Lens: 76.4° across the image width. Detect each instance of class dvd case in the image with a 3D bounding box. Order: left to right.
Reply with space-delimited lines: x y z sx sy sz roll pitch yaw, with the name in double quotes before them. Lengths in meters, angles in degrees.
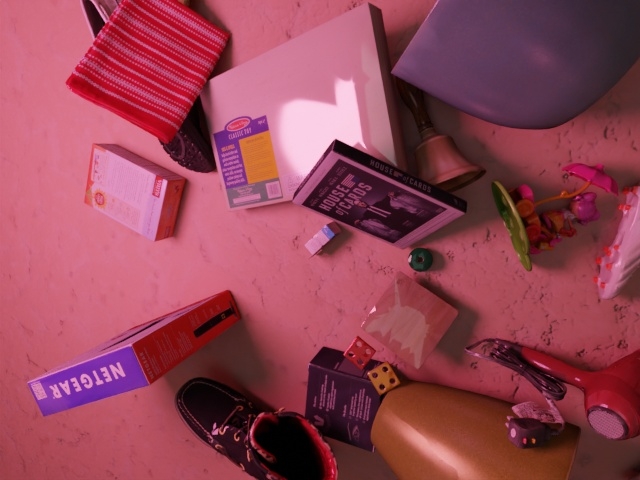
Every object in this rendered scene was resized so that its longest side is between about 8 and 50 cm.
"dvd case" 0.090 -0.065 0.683 0.238 0.030 0.179 21 153 -15

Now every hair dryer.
"hair dryer" 0.407 0.211 0.653 0.293 0.224 0.080 -3 121 0

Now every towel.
"towel" -0.316 -0.343 0.771 0.198 0.031 0.275 28 74 -20

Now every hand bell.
"hand bell" 0.178 -0.202 0.706 0.126 0.126 0.242 -23 79 24

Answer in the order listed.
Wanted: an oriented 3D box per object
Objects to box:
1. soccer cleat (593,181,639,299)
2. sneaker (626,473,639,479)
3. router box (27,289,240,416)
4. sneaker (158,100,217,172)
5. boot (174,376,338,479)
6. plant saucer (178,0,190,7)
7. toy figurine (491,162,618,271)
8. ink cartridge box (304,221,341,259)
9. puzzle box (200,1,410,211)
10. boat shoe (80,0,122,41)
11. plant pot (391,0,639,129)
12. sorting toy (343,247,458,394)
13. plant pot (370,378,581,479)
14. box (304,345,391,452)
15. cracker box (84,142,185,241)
"soccer cleat" 0.492 0.006 0.630 0.076 0.068 0.197 15 104 15
"sneaker" 0.584 0.380 0.686 0.152 0.053 0.061 -39 70 21
"router box" -0.393 0.240 0.900 0.335 0.301 0.082 -22 93 24
"sneaker" -0.303 -0.276 0.859 0.109 0.130 0.286 -11 121 45
"boot" -0.143 0.404 0.857 0.377 0.138 0.284 40 146 6
"plant saucer" -0.342 -0.522 0.857 0.188 0.045 0.188 23 109 16
"toy figurine" 0.383 -0.049 0.647 0.159 0.130 0.173 -23 114 15
"ink cartridge box" 0.000 0.000 0.831 0.083 0.048 0.028 -43 84 23
"puzzle box" -0.052 -0.214 0.758 0.408 0.052 0.272 -6 100 35
"boat shoe" -0.427 -0.379 0.868 0.096 0.088 0.268 10 122 24
"plant pot" 0.275 -0.290 0.542 0.235 0.293 0.293 33 112 -4
"sorting toy" 0.163 0.157 0.778 0.132 0.046 0.275 34 93 13
"plant pot" 0.248 0.380 0.722 0.293 0.274 0.275 21 109 34
"box" 0.055 0.327 0.854 0.158 0.093 0.156 10 105 18
"cracker box" -0.447 -0.118 0.973 0.232 0.067 0.156 27 110 15
